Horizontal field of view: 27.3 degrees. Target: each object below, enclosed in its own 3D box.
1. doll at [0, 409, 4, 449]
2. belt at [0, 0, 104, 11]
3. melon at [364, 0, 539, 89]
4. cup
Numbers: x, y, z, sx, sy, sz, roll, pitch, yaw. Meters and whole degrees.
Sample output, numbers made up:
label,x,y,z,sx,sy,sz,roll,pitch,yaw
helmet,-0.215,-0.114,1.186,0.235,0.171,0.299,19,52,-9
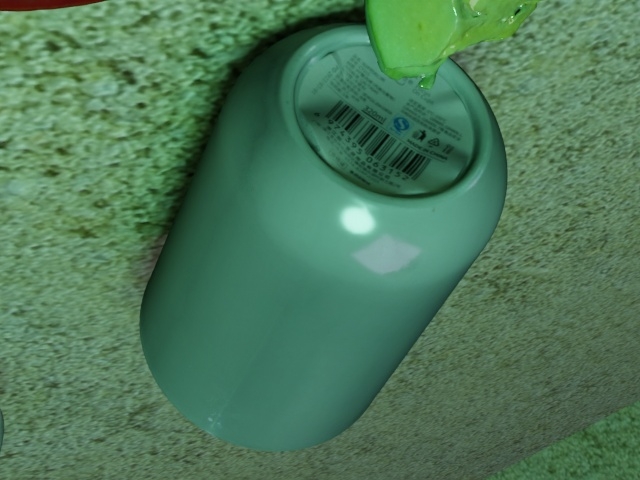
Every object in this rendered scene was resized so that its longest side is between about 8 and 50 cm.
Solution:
label,x,y,z,sx,sy,sz,roll,pitch,yaw
doll,-0.411,0.254,1.106,0.284,0.240,0.310,-45,166,-51
belt,-0.055,-0.221,0.509,0.324,0.115,0.227,-29,158,13
melon,0.142,-0.211,0.710,0.323,0.124,0.196,-29,156,33
cup,0.000,0.000,0.940,0.205,0.205,0.312,-11,154,-26
